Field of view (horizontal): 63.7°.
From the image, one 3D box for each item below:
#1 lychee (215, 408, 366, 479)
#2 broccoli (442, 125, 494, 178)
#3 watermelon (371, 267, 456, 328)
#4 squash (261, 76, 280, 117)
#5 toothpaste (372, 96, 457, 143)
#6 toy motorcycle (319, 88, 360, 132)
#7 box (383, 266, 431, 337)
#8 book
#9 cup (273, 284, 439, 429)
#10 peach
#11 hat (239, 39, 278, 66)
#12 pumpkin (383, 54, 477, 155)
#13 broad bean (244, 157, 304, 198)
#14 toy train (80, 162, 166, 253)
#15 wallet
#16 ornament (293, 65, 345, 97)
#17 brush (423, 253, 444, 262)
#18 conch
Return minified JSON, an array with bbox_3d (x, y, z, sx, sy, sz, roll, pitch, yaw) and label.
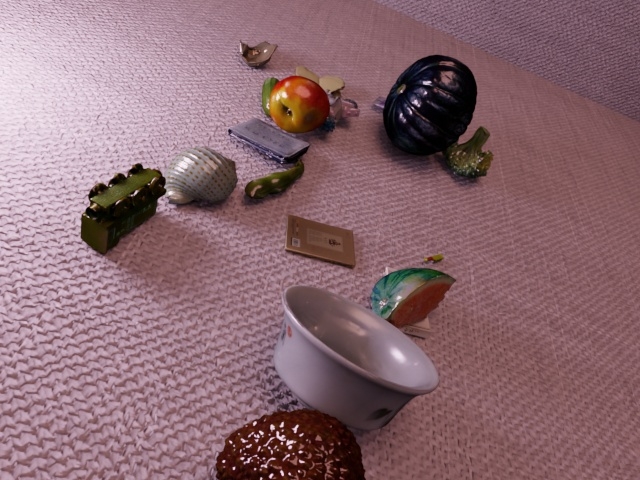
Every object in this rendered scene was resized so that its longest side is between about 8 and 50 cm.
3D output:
[{"bbox_3d":[-0.041,0.391,0.842,0.271,0.236,0.236,16,36,25],"label":"lychee"},{"bbox_3d":[0.557,-0.329,1.897,0.194,0.194,0.219,16,36,-13],"label":"broccoli"},{"bbox_3d":[0.208,0.116,1.301,0.231,0.128,0.146,-11,35,-33],"label":"watermelon"},{"bbox_3d":[-0.166,-0.499,1.775,0.077,0.068,0.219,28,37,-26],"label":"squash"},{"bbox_3d":[0.387,-0.489,2.059,0.371,0.080,0.125,29,34,5],"label":"toothpaste"},{"bbox_3d":[0.033,-0.435,1.796,0.239,0.108,0.204,-15,48,-7],"label":"toy motorcycle"},{"bbox_3d":[0.224,0.159,1.353,0.109,0.029,0.198,16,42,-13],"label":"box"},{"bbox_3d":[0.000,0.000,1.403,0.199,0.016,0.138,15,43,-14],"label":"book"},{"bbox_3d":[0.045,0.248,1.026,0.347,0.163,0.347,26,12,-6],"label":"cup"},{"bbox_3d":[-0.067,-0.436,1.651,0.190,0.190,0.192,32,32,4],"label":"peach"},{"bbox_3d":[-0.245,-0.713,1.962,0.147,0.085,0.175,-3,26,-16],"label":"hat"},{"bbox_3d":[0.389,-0.481,1.834,0.266,0.363,0.363,28,40,-18],"label":"pumpkin"},{"bbox_3d":[-0.126,-0.181,1.496,0.098,0.056,0.318,16,31,14],"label":"broad bean"},{"bbox_3d":[-0.440,-0.081,1.165,0.090,0.137,0.225,30,37,9],"label":"toy train"},{"bbox_3d":[-0.155,-0.312,1.595,0.222,0.036,0.167,30,34,12],"label":"wallet"},{"bbox_3d":[-0.009,-0.586,1.961,0.201,0.059,0.180,13,44,-12],"label":"ornament"},{"bbox_3d":[0.330,0.056,1.517,0.083,0.021,0.019,-7,53,-40],"label":"brush"},{"bbox_3d":[-0.310,-0.174,1.327,0.172,0.131,0.200,46,44,18],"label":"conch"}]
